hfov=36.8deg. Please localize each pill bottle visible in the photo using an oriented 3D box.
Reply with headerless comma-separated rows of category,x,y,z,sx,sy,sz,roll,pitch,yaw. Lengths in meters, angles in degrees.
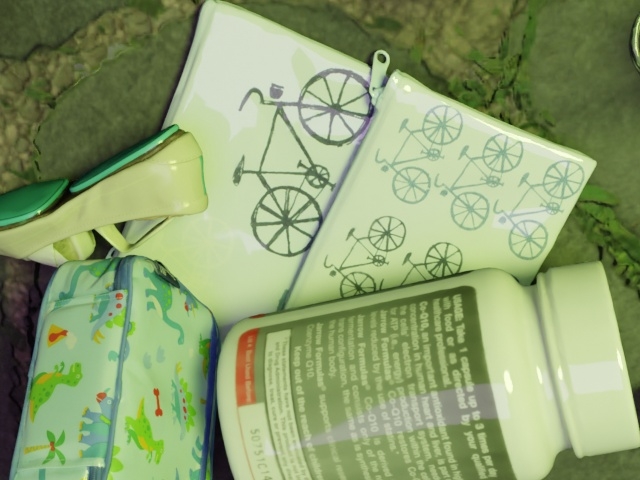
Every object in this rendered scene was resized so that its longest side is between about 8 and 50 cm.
pill bottle,0.081,0.111,0.718,0.283,0.161,0.161,-12,106,14

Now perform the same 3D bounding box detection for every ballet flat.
ballet flat,-0.195,-0.018,0.792,0.248,0.086,0.086,-17,106,27

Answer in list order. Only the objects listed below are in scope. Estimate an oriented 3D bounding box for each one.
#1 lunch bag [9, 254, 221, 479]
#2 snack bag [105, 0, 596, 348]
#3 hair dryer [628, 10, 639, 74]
lunch bag,-0.143,0.130,0.733,0.090,0.219,0.176,-7,151,17
snack bag,0.000,0.000,0.798,0.342,0.037,0.323,26,112,1
hair dryer,0.361,-0.170,0.597,0.294,0.080,0.223,13,134,-7
